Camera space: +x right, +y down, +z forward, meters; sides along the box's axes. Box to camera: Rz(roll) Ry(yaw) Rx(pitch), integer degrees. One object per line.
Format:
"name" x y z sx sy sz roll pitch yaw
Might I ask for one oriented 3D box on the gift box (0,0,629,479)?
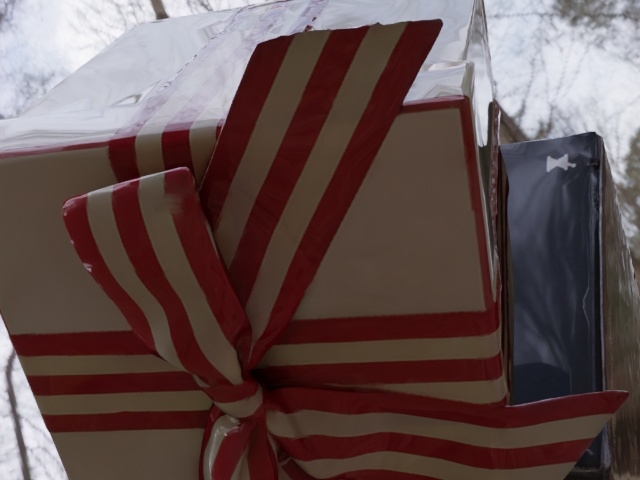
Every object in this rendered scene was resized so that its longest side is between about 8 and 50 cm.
"gift box" 0.000 0.000 0.464 0.276 0.258 0.255 -9 -63 18

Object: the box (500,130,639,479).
"box" 0.181 0.151 0.822 0.211 0.294 0.395 -5 -39 23
